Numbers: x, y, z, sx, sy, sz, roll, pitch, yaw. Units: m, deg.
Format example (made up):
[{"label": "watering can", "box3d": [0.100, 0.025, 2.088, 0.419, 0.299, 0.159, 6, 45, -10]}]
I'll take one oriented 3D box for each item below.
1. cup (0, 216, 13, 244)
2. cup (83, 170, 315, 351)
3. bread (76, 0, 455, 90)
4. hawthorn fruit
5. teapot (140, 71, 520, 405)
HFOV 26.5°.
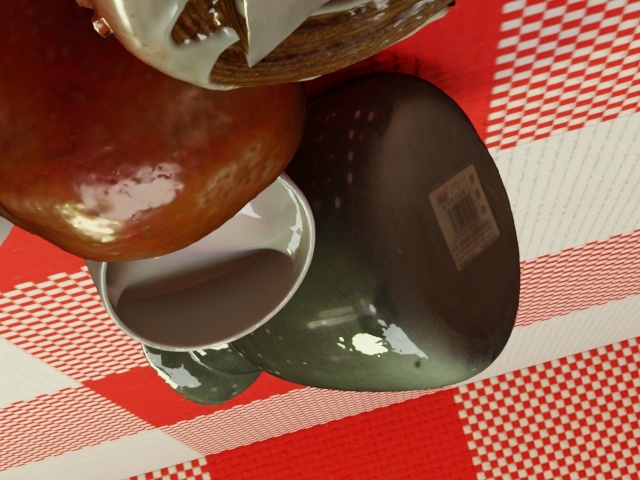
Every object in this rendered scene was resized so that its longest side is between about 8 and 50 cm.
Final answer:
[{"label": "cup", "box3d": [-0.249, -0.039, 0.721, 0.136, 0.099, 0.133, -13, 154, 24]}, {"label": "cup", "box3d": [-0.110, -0.026, 0.834, 0.173, 0.142, 0.134, -2, 125, -28]}, {"label": "bread", "box3d": [-0.008, -0.160, 0.519, 0.224, 0.142, 0.212, 2, 143, -48]}, {"label": "hawthorn fruit", "box3d": [-0.100, -0.063, 0.664, 0.188, 0.169, 0.169, -43, 176, -23]}, {"label": "teapot", "box3d": [-0.014, -0.011, 1.026, 0.285, 0.305, 0.223, -17, 130, 32]}]
